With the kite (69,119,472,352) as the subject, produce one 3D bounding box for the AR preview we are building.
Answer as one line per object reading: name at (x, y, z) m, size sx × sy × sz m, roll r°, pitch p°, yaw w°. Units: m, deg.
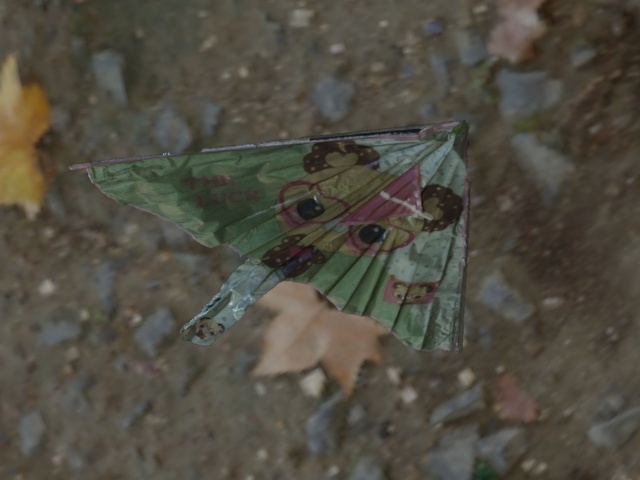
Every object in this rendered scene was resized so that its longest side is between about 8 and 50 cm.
kite at (0.000, 0.000, 1.196) m, size 0.268 × 0.323 × 0.013 m, roll -36°, pitch 41°, yaw 34°
